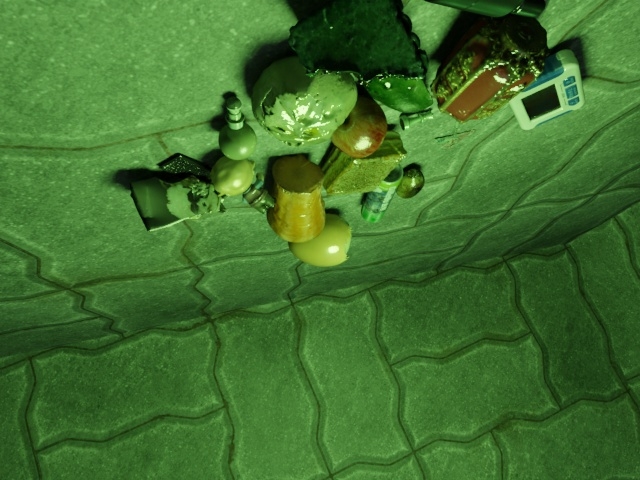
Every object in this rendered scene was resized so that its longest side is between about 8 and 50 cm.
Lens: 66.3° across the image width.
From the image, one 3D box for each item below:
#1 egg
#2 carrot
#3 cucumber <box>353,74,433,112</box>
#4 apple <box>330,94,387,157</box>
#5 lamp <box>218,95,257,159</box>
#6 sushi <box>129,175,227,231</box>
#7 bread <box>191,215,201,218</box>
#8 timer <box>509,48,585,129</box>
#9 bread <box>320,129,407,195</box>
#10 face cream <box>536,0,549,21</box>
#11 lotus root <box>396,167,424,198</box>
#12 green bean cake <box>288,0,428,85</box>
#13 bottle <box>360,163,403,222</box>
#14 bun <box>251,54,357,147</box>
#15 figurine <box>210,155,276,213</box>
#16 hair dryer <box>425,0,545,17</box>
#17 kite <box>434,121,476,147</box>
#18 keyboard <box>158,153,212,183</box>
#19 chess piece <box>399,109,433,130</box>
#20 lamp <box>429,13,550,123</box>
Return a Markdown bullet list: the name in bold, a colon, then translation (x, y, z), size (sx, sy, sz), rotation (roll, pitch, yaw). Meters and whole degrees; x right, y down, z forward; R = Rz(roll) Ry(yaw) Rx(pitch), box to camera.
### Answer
- **egg**: translation (0.000, 0.000, 1.826), size (0.244, 0.201, 0.201), rotation (-5, 162, 4)
- **carrot**: translation (-0.063, -0.135, 1.462), size (0.196, 0.196, 0.254), rotation (-9, 151, -14)
- **cucumber**: translation (0.169, -0.350, 1.097), size (0.145, 0.105, 0.325), rotation (-22, 163, 21)
- **apple**: translation (0.088, -0.277, 1.185), size (0.146, 0.146, 0.131), rotation (-27, 152, 33)
- **lamp**: translation (-0.194, -0.260, 1.125), size (0.091, 0.091, 0.163), rotation (-11, 148, -11)
- **sushi**: translation (-0.375, -0.117, 1.340), size (0.273, 0.134, 0.109), rotation (-16, -170, -28)
- **bread**: translation (-0.430, -0.091, 1.511), size (0.154, 0.028, 0.068), rotation (0, 157, -39)
- **timer**: translation (0.593, -0.398, 1.302), size (0.178, 0.078, 0.253), rotation (-21, 159, 26)
- **bread**: translation (0.112, -0.224, 1.408), size (0.184, 0.110, 0.234), rotation (-9, 163, -23)
- **face cream**: translation (0.424, -0.469, 1.007), size (0.072, 0.051, 0.182), rotation (-12, 163, 2)
- **lotus root**: translation (0.306, -0.192, 1.678), size (0.089, 0.080, 0.179), rotation (-12, 162, -6)
- **green bean cake**: translation (0.071, -0.347, 0.887), size (0.208, 0.193, 0.107), rotation (-23, -156, 22)
- **bottle**: translation (0.203, -0.160, 1.676), size (0.093, 0.093, 0.330), rotation (-12, 161, -8)
- **bun**: translation (-0.035, -0.287, 1.053), size (0.239, 0.141, 0.239), rotation (-10, 163, -3)
- **figurine**: translation (-0.202, -0.151, 1.322), size (0.114, 0.108, 0.196), rotation (-32, 135, 26)
- **hair dryer**: translation (0.326, -0.504, 0.780), size (0.244, 0.116, 0.302), rotation (-7, 153, -29)
- **kite**: translation (0.412, -0.323, 1.493), size (0.137, 0.005, 0.152), rotation (-15, 161, -6)
- **keyboard**: translation (-0.325, -0.179, 1.350), size (0.087, 0.017, 0.250), rotation (-20, 160, 22)
- **chess piece**: translation (0.262, -0.329, 1.323), size (0.093, 0.042, 0.042), rotation (-20, 162, -6)
- **lamp**: translation (0.351, -0.365, 1.044), size (0.177, 0.177, 0.274), rotation (-9, 171, -16)
